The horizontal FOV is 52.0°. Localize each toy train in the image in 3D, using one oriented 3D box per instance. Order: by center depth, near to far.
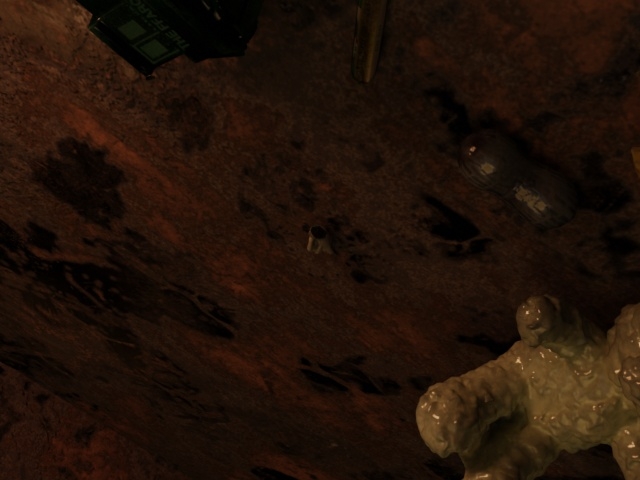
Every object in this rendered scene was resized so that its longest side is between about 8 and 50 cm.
[{"bbox_3d":[-0.206,-0.296,0.640,0.178,0.139,0.330,-10,145,40],"label":"toy train"}]

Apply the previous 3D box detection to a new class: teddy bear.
[{"bbox_3d":[0.378,0.207,0.843,0.327,0.375,0.362,62,152,-3],"label":"teddy bear"}]

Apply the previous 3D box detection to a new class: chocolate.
[{"bbox_3d":[0.235,-0.071,0.775,0.167,0.072,0.072,34,140,-10],"label":"chocolate"}]

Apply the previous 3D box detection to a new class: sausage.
[{"bbox_3d":[0.056,-0.264,0.668,0.032,0.033,0.269,16,141,9],"label":"sausage"}]

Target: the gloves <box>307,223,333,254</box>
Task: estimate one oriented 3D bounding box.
[{"bbox_3d":[0.002,-0.001,0.996,0.044,0.037,0.081,44,155,15],"label":"gloves"}]

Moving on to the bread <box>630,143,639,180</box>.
[{"bbox_3d":[0.414,-0.067,0.616,0.197,0.197,0.170,28,129,-6],"label":"bread"}]
